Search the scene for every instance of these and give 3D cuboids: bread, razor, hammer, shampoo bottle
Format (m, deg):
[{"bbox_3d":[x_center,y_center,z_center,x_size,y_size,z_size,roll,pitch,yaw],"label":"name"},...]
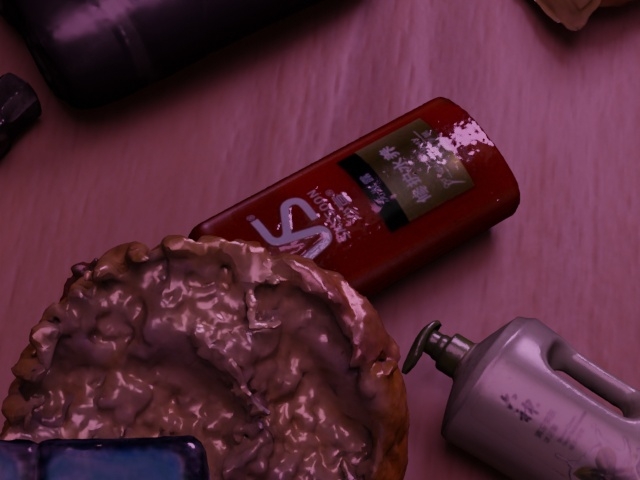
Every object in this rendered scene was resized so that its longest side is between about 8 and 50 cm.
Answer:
[{"bbox_3d":[-0.075,0.116,1.052,0.274,0.274,0.149,2,16,-5],"label":"bread"},{"bbox_3d":[-0.109,-0.248,1.322,0.349,0.113,0.204,-29,63,-22],"label":"razor"},{"bbox_3d":[-0.398,-0.168,1.284,0.365,0.043,0.111,34,61,16],"label":"hammer"},{"bbox_3d":[0.169,0.129,1.134,0.234,0.087,0.118,32,63,13],"label":"shampoo bottle"},{"bbox_3d":[0.001,-0.001,1.201,0.314,0.076,0.118,-28,73,-21],"label":"shampoo bottle"}]

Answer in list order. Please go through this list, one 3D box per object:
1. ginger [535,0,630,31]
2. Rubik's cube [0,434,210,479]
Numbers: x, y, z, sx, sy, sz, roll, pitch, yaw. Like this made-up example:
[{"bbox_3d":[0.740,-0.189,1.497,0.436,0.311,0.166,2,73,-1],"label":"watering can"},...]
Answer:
[{"bbox_3d":[0.235,-0.281,1.403,0.123,0.115,0.193,-6,49,-35],"label":"ginger"},{"bbox_3d":[-0.225,0.317,0.822,0.337,0.343,0.344,-2,59,-8],"label":"Rubik's cube"}]
